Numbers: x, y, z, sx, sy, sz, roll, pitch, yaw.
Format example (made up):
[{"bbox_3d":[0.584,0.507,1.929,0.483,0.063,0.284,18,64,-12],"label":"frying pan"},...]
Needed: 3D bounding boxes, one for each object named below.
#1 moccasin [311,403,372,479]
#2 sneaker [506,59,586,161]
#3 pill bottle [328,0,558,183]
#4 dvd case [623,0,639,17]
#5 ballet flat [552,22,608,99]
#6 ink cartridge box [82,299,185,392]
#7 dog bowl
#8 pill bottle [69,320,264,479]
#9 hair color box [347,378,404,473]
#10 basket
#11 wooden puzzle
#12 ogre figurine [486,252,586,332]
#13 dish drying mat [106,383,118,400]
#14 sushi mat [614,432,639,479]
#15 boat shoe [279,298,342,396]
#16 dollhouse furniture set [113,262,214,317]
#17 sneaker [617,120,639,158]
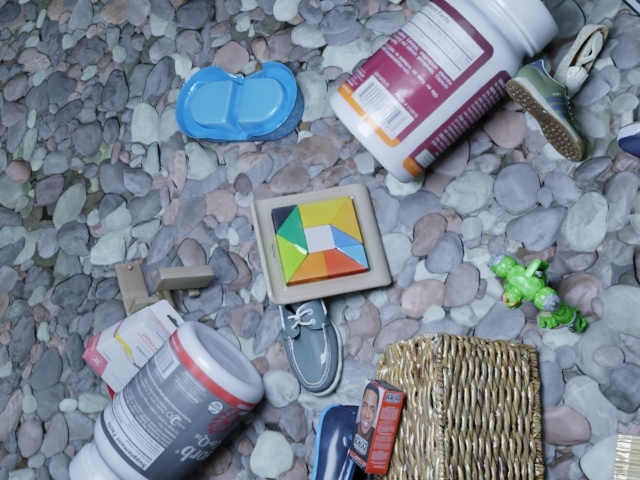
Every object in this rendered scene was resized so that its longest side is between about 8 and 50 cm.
[{"bbox_3d":[0.048,0.451,1.597,0.116,0.137,0.342,-5,73,21],"label":"moccasin"},{"bbox_3d":[0.418,-0.237,1.633,0.192,0.064,0.086,46,69,-10],"label":"sneaker"},{"bbox_3d":[0.225,-0.312,1.698,0.392,0.224,0.224,-42,60,9],"label":"pill bottle"},{"bbox_3d":[0.592,-0.534,1.696,0.179,0.029,0.239,-39,60,11],"label":"dvd case"},{"bbox_3d":[0.467,-0.320,1.670,0.168,0.057,0.052,-65,25,-4],"label":"ballet flat"},{"bbox_3d":[-0.367,0.215,1.884,0.198,0.115,0.067,-29,26,16],"label":"ink cartridge box"},{"bbox_3d":[-0.167,-0.286,1.974,0.297,0.074,0.166,1,74,27],"label":"dog bowl"},{"bbox_3d":[-0.295,0.347,1.759,0.363,0.210,0.210,-48,60,7],"label":"pill bottle"},{"bbox_3d":[0.092,0.309,1.542,0.072,0.043,0.141,19,97,65],"label":"hair color box"},{"bbox_3d":[0.227,0.322,1.571,0.213,0.223,0.299,-28,57,55],"label":"basket"},{"bbox_3d":[0.000,0.000,1.746,0.238,0.044,0.221,-8,65,-11],"label":"wooden puzzle"},{"bbox_3d":[0.355,0.078,1.569,0.097,0.118,0.197,-34,62,14],"label":"ogre figurine"},{"bbox_3d":[-0.443,0.298,1.964,0.032,0.008,0.083,-35,62,14],"label":"dish drying mat"},{"bbox_3d":[0.608,0.383,1.402,0.316,0.019,0.152,0,75,27],"label":"sushi mat"},{"bbox_3d":[-0.041,0.138,1.760,0.116,0.099,0.320,-19,66,20],"label":"boat shoe"},{"bbox_3d":[-0.323,0.062,1.902,0.151,0.144,0.123,-52,50,47],"label":"dollhouse furniture set"},{"bbox_3d":[0.611,-0.099,1.508,0.282,0.099,0.153,15,80,27],"label":"sneaker"}]
